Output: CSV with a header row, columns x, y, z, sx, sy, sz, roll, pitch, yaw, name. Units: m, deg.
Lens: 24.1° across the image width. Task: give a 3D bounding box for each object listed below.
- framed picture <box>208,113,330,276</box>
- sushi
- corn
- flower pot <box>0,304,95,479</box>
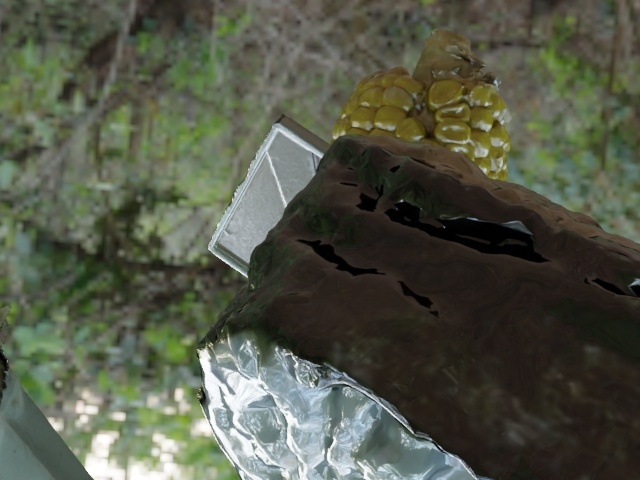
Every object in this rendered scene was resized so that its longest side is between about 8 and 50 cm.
x,y,z,sx,sy,sz,roll,pitch,yaw,name
0.000,-0.001,1.448,0.192,0.018,0.265,34,148,-1,framed picture
0.118,0.096,0.554,0.350,0.171,0.211,30,151,29,sushi
0.042,0.028,0.931,0.119,0.322,0.119,12,180,0,corn
-0.279,0.232,1.171,0.259,0.290,0.290,51,167,-15,flower pot
